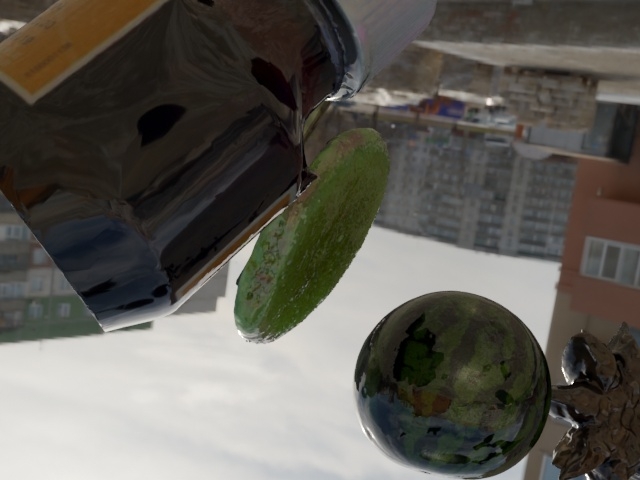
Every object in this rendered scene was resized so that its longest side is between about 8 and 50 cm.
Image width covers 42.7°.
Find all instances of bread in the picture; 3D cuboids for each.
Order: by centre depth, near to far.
[{"bbox_3d":[0.002,0.000,0.986,0.045,0.301,0.301,33,-164,17],"label":"bread"}]

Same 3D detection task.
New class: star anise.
[{"bbox_3d":[0.487,0.285,1.348,0.315,0.315,0.108,5,169,-21],"label":"star anise"}]

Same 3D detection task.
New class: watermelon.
[{"bbox_3d":[0.191,0.214,1.204,0.285,0.285,0.285,8,-172,-1],"label":"watermelon"}]

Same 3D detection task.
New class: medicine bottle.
[{"bbox_3d":[-0.079,-0.126,0.667,0.395,0.242,0.242,-38,-151,-20],"label":"medicine bottle"}]

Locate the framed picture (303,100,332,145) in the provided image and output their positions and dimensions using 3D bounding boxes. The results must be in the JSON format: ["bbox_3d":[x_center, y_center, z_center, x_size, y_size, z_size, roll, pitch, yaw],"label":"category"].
[{"bbox_3d":[-0.036,-0.236,1.189,0.010,0.173,0.231,3,-131,34],"label":"framed picture"}]
